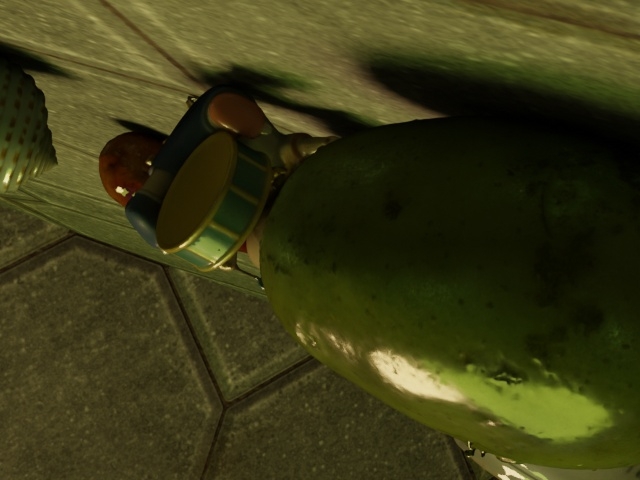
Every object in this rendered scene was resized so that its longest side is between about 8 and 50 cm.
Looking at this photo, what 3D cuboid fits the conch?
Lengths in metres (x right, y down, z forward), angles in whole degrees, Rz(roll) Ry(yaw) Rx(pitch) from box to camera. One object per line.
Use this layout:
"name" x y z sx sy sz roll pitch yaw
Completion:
"conch" -0.289 -0.112 1.499 0.153 0.102 0.135 53 178 -12

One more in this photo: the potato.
"potato" 0.117 0.026 1.073 0.304 0.215 0.216 26 177 19

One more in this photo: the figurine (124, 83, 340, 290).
"figurine" 0.000 -0.007 1.306 0.275 0.158 0.161 25 128 -24

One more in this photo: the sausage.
"sausage" -0.089 -0.033 1.749 0.302 0.076 0.103 19 166 -25

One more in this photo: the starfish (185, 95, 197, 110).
"starfish" -0.007 -0.056 1.481 0.236 0.062 0.277 7 165 36

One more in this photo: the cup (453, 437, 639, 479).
"cup" 0.251 0.183 1.860 0.347 0.163 0.347 31 -173 -4
